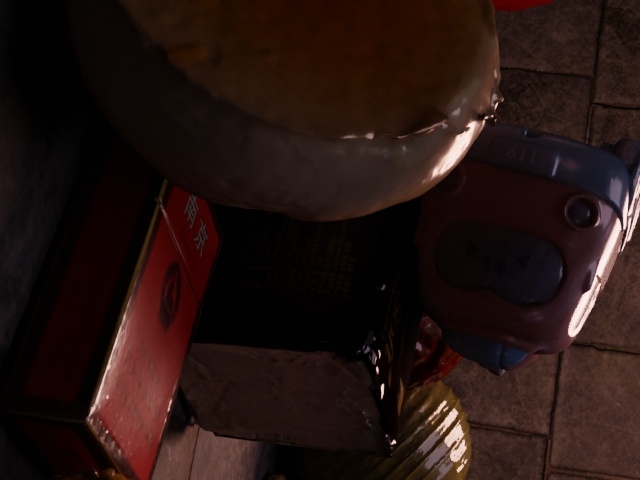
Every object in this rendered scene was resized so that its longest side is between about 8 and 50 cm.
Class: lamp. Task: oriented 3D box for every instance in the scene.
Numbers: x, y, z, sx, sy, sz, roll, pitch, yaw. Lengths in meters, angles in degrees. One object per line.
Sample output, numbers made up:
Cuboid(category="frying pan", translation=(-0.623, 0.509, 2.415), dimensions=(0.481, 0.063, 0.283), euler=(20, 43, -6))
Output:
Cuboid(category="lamp", translation=(0.061, 0.257, 1.584), dimensions=(0.250, 0.284, 0.250), euler=(-42, 180, 0))

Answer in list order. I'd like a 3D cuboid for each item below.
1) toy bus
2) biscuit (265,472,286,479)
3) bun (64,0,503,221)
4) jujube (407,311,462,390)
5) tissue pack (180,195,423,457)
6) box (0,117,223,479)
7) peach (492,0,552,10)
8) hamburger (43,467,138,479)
Cuboid(category="toy bus", translation=(0.189, 0.011, 1.145), dimensions=(0.294, 0.197, 0.232), euler=(36, 70, -74))
Cuboid(category="biscuit", translation=(-0.056, 0.394, 1.531), dimensions=(0.247, 0.029, 0.118), euler=(83, 19, -48))
Cuboid(category="bun", translation=(-0.027, -0.127, 0.813), dimensions=(0.165, 0.299, 0.299), euler=(119, -10, -53))
Cuboid(category="jujube", translation=(0.065, 0.083, 1.436), dimensions=(0.213, 0.232, 0.213), euler=(6, 90, -80))
Cuboid(category="tissue pack", translation=(0.000, 0.000, 1.173), dimensions=(0.198, 0.210, 0.370), euler=(71, 28, -48))
Cuboid(category="box", translation=(-0.140, 0.050, 0.855), dimensions=(0.153, 0.074, 0.239), euler=(72, 26, -54))
Cuboid(category="peach", translation=(0.247, -0.505, 1.705), dimensions=(0.310, 0.406, 0.335), euler=(12, 96, -50))
Cuboid(category="hamburger", translation=(-0.113, 0.303, 0.700), dimensions=(0.330, 0.250, 0.330), euler=(3, 90, -79))
